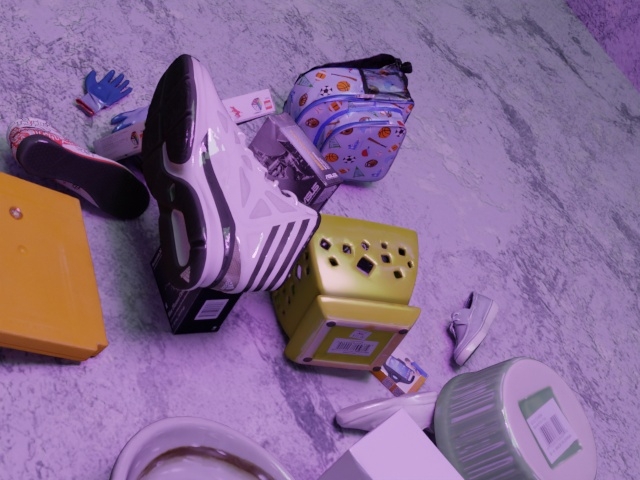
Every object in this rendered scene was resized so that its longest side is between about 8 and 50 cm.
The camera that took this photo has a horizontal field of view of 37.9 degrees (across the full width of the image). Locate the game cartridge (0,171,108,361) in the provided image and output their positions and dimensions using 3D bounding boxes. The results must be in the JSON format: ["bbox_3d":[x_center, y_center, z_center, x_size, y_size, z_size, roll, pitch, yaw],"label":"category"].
[{"bbox_3d":[-0.482,0.030,1.468,0.285,0.052,0.324,22,40,-47],"label":"game cartridge"}]

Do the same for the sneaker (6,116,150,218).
[{"bbox_3d":[-0.438,-0.137,1.682,0.270,0.090,0.145,27,9,-42],"label":"sneaker"}]

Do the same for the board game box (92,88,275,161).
[{"bbox_3d":[-0.260,-0.220,1.799,0.305,0.193,0.053,-23,99,-41],"label":"board game box"}]

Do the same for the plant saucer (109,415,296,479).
[{"bbox_3d":[-0.145,0.439,1.301,0.400,0.100,0.400,35,26,-20],"label":"plant saucer"}]

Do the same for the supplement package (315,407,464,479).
[{"bbox_3d":[0.100,0.413,1.462,0.194,0.203,0.149,49,42,13],"label":"supplement package"}]

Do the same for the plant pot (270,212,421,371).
[{"bbox_3d":[0.047,0.107,1.689,0.228,0.227,0.207,8,51,-19],"label":"plant pot"}]

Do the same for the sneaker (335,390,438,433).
[{"bbox_3d":[0.128,0.328,1.671,0.212,0.080,0.094,-4,84,-28],"label":"sneaker"}]

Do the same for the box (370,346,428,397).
[{"bbox_3d":[0.136,0.240,1.785,0.136,0.028,0.081,44,42,5],"label":"box"}]

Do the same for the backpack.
[{"bbox_3d":[0.053,-0.256,2.037,0.263,0.277,0.213,6,47,-14],"label":"backpack"}]

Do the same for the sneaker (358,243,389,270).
[{"bbox_3d":[0.094,0.013,1.954,0.170,0.051,0.089,33,33,-2],"label":"sneaker"}]

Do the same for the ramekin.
[{"bbox_3d":[0.363,0.359,1.688,0.303,0.148,0.304,26,46,-31],"label":"ramekin"}]

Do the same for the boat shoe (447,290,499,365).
[{"bbox_3d":[0.303,0.178,1.932,0.081,0.079,0.227,34,34,6],"label":"boat shoe"}]

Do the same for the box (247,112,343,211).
[{"bbox_3d":[-0.082,-0.102,1.795,0.056,0.231,0.183,-21,67,-48],"label":"box"}]

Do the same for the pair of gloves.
[{"bbox_3d":[-0.402,-0.271,1.889,0.198,0.023,0.159,37,39,-2],"label":"pair of gloves"}]

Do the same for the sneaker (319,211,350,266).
[{"bbox_3d":[0.000,0.000,1.873,0.078,0.106,0.234,-35,41,-10],"label":"sneaker"}]

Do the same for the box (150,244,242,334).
[{"bbox_3d":[-0.212,0.055,1.614,0.093,0.156,0.158,0,52,-34],"label":"box"}]

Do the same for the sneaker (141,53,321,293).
[{"bbox_3d":[-0.149,-0.101,1.588,0.257,0.169,0.448,12,55,-37],"label":"sneaker"}]
